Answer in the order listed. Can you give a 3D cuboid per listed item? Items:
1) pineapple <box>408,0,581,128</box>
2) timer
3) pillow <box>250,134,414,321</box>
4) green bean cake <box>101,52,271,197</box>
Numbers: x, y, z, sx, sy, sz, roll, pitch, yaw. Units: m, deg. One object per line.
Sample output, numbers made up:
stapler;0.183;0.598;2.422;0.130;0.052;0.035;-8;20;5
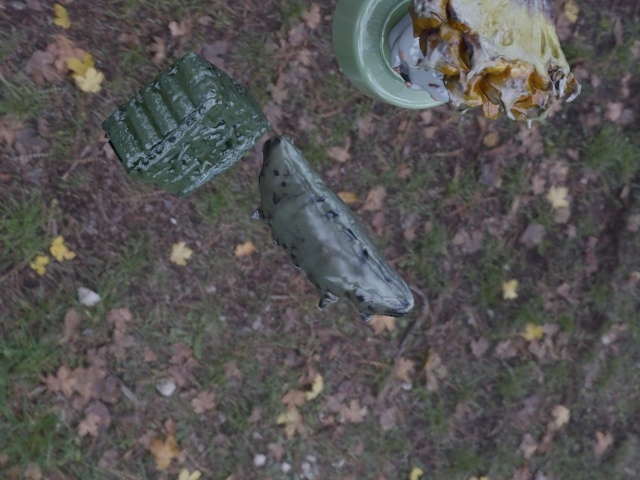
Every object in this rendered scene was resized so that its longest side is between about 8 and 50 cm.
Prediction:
pineapple;0.130;-0.153;0.617;0.137;0.069;0.116;34;65;-20
timer;0.187;-0.342;1.444;0.290;0.315;0.291;-4;114;-9
pillow;-0.001;-0.001;0.895;0.093;0.241;0.051;-39;175;11
green bean cake;-0.238;-0.201;1.539;0.241;0.132;0.255;-39;158;10
